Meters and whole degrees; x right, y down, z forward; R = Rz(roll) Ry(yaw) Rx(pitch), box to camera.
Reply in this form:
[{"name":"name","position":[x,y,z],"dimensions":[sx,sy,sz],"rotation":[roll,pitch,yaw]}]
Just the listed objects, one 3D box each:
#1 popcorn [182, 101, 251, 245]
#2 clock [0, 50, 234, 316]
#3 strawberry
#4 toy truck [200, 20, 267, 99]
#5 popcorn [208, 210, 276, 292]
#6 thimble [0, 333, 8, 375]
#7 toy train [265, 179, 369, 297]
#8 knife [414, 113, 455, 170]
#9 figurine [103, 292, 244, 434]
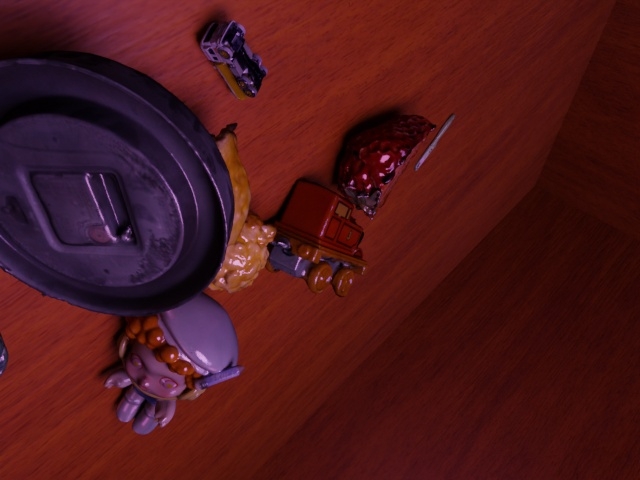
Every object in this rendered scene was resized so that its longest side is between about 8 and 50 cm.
[{"name":"popcorn","position":[-0.211,-0.079,0.628],"dimensions":[0.191,0.190,0.254],"rotation":[-65,158,-54]},{"name":"clock","position":[-0.257,-0.047,0.489],"dimensions":[0.066,0.318,0.319],"rotation":[-85,-171,-54]},{"name":"strawberry","position":[0.140,-0.202,1.019],"dimensions":[0.280,0.150,0.253],"rotation":[-58,171,7]},{"name":"toy truck","position":[-0.129,-0.264,0.640],"dimensions":[0.052,0.062,0.123],"rotation":[-68,155,-16]},{"name":"popcorn","position":[-0.164,0.016,0.823],"dimensions":[0.179,0.170,0.180],"rotation":[-9,161,-3]},{"name":"thimble","position":[-0.497,0.154,0.561],"dimensions":[0.135,0.090,0.119],"rotation":[-22,137,-39]},{"name":"toy train","position":[0.000,0.000,1.028],"dimensions":[0.369,0.163,0.232],"rotation":[20,94,-62]},{"name":"knife","position":[0.356,-0.305,1.339],"dimensions":[0.207,0.014,0.030],"rotation":[-54,151,9]},{"name":"figurine","position":[-0.322,0.239,0.879],"dimensions":[0.381,0.225,0.205],"rotation":[-39,-177,29]}]
